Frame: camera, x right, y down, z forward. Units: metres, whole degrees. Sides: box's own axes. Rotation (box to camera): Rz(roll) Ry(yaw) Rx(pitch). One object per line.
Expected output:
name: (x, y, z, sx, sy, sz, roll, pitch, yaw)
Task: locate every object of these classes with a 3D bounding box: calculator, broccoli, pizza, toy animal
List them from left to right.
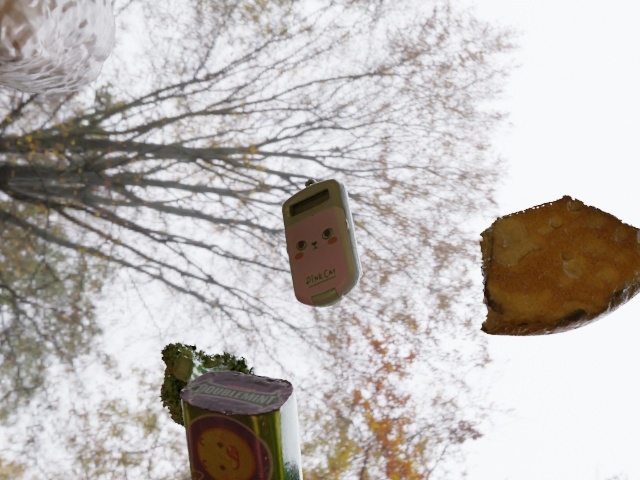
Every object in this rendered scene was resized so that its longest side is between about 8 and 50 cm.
toy animal: (-0.346, -0.270, 0.798, 0.226, 0.358, 0.188, 35, -89, -3)
broccoli: (-0.236, 0.269, 1.405, 0.220, 0.194, 0.194, 39, -70, 27)
calculator: (0.000, 0.000, 1.294, 0.141, 0.045, 0.246, -22, -115, 32)
pizza: (0.182, 0.019, 0.550, 0.035, 0.160, 0.099, 97, -29, -60)

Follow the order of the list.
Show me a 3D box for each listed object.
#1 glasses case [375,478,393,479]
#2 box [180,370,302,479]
glasses case: (0.123, 0.397, 0.862, 0.321, 0.082, 0.122, 22, -88, 68)
box: (-0.086, 0.335, 0.871, 0.134, 0.097, 0.345, 4, -71, 20)
